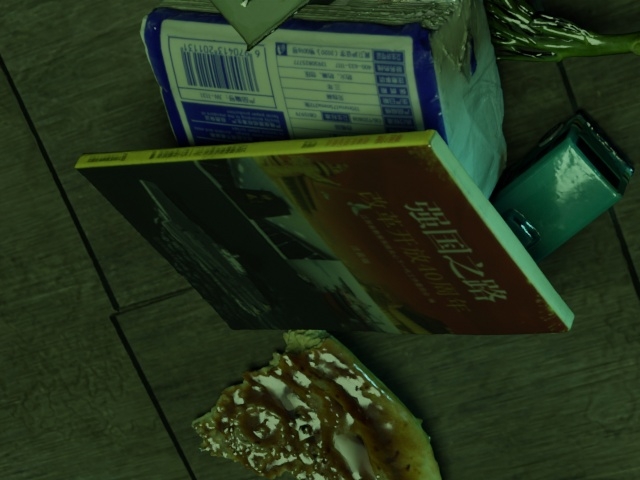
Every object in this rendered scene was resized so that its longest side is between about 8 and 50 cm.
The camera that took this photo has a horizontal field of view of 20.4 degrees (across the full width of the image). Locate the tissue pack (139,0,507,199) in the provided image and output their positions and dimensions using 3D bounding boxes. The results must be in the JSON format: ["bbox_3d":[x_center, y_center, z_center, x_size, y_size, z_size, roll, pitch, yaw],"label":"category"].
[{"bbox_3d":[0.009,-0.126,1.500,0.269,0.137,0.209,6,135,27],"label":"tissue pack"}]

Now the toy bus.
[{"bbox_3d":[0.184,-0.029,1.543,0.160,0.092,0.079,-39,97,28],"label":"toy bus"}]

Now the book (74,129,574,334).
[{"bbox_3d":[0.000,0.000,1.524,0.374,0.028,0.262,-1,144,37],"label":"book"}]

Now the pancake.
[{"bbox_3d":[-0.010,0.203,1.729,0.244,0.057,0.266,-8,112,21],"label":"pancake"}]

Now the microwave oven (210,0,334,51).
[{"bbox_3d":[-0.002,-0.372,1.271,0.247,0.394,0.333,-38,99,28],"label":"microwave oven"}]

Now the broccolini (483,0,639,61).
[{"bbox_3d":[0.213,-0.206,1.456,0.271,0.062,0.123,-4,126,32],"label":"broccolini"}]
